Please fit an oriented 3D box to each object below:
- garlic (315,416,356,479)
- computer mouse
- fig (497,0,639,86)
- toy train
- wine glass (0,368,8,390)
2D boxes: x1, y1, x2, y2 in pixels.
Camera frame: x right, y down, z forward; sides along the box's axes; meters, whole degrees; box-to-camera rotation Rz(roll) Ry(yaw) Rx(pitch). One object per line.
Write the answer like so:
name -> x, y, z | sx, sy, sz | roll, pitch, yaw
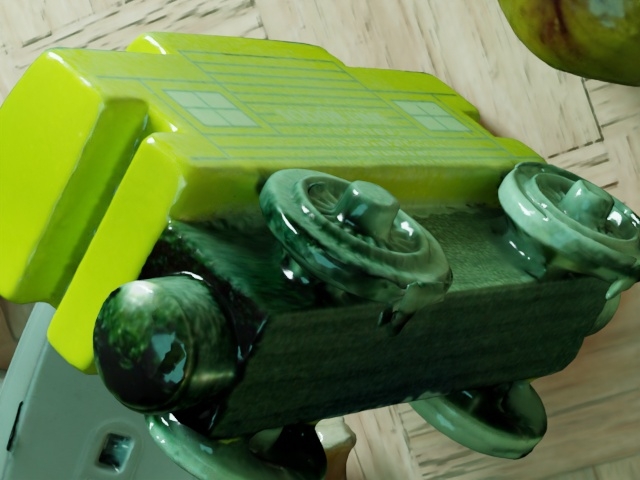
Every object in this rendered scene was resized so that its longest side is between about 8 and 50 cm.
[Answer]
garlic -> -0.011, 0.222, 1.283 | 0.128, 0.090, 0.198 | -13, 90, 27
computer mouse -> -0.143, 0.113, 1.316 | 0.159, 0.097, 0.288 | 18, 99, -17
fig -> 0.174, -0.159, 1.116 | 0.136, 0.121, 0.153 | -40, 83, 29
toy train -> 0.000, 0.000, 1.066 | 0.272, 0.442, 0.179 | 40, 114, 27
wine glass -> -0.281, 0.028, 1.338 | 0.165, 0.165, 0.196 | 0, 103, 24
